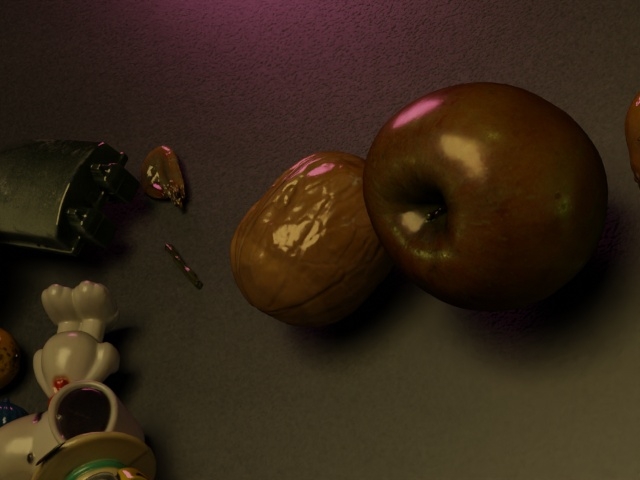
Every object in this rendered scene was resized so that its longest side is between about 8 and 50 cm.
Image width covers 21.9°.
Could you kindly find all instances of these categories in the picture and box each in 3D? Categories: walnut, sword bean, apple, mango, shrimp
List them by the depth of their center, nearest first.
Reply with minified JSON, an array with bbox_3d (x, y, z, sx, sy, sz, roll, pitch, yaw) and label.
[{"bbox_3d":[0.164,-0.044,1.611,0.237,0.237,0.207,17,27,38],"label":"apple"},{"bbox_3d":[0.000,0.000,1.728,0.165,0.165,0.197,23,73,40],"label":"walnut"},{"bbox_3d":[-0.158,0.029,1.902,0.012,0.012,0.083,-42,48,0],"label":"sword bean"},{"bbox_3d":[-0.397,0.137,1.946,0.114,0.057,0.079,11,69,45],"label":"mango"},{"bbox_3d":[-0.190,-0.069,1.984,0.059,0.023,0.108,-35,47,19],"label":"shrimp"}]

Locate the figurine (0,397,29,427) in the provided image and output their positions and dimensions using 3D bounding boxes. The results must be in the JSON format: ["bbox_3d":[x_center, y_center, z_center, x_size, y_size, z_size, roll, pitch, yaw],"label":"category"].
[{"bbox_3d":[-0.358,0.242,1.835,0.077,0.079,0.136,3,44,-16],"label":"figurine"}]

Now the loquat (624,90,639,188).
[{"bbox_3d":[0.361,-0.102,1.592,0.141,0.141,0.141,-16,52,22],"label":"loquat"}]

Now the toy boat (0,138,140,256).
[{"bbox_3d":[-0.360,-0.056,2.037,0.319,0.092,0.141,7,64,43],"label":"toy boat"}]

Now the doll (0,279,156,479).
[{"bbox_3d":[-0.255,0.170,1.777,0.208,0.144,0.271,6,56,27],"label":"doll"}]

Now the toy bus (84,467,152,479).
[{"bbox_3d":[-0.248,0.378,1.581,0.330,0.144,0.152,-42,32,-13],"label":"toy bus"}]
